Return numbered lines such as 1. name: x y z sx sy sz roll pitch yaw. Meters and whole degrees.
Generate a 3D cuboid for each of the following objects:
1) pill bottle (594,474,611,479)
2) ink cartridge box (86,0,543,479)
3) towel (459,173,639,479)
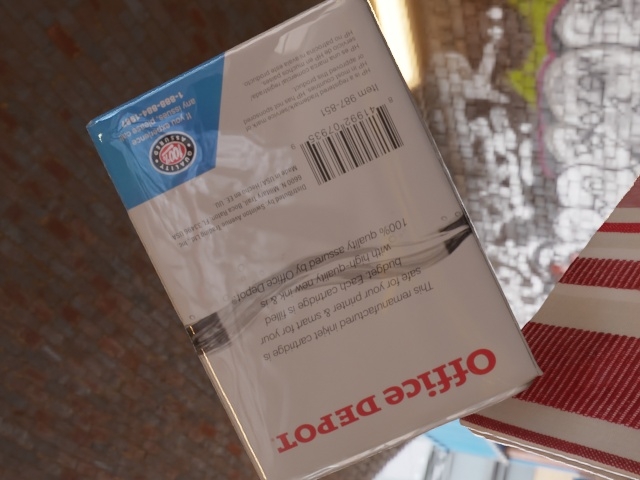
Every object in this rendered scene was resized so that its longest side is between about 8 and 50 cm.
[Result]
1. pill bottle: 0.381 0.205 0.841 0.279 0.162 0.162 2 -85 -44
2. ink cartridge box: 0.000 0.000 0.710 0.307 0.223 0.129 65 -172 -4
3. towel: 0.283 0.055 0.752 0.329 0.237 0.037 -47 -68 -20
